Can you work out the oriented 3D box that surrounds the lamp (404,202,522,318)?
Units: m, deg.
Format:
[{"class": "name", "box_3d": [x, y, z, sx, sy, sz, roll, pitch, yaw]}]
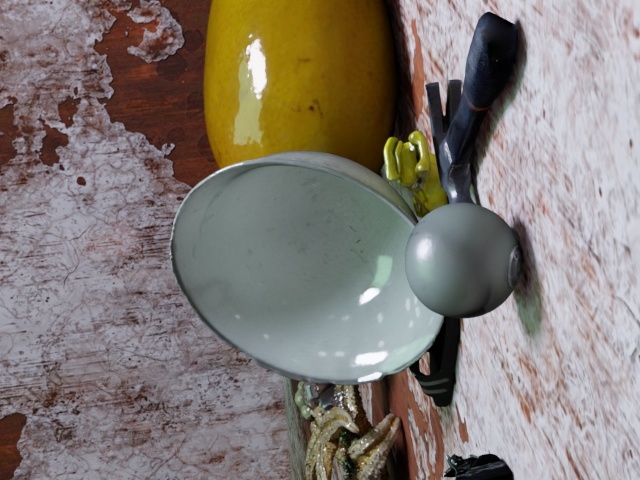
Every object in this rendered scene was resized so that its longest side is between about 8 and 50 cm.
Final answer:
[{"class": "lamp", "box_3d": [0.124, 0.018, 1.271, 0.105, 0.105, 0.105, 173, 90, -84]}]

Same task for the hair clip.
[{"class": "hair clip", "box_3d": [0.104, -0.066, 1.498, 0.173, 0.046, 0.072, 48, -147, -68]}]

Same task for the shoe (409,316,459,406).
[{"class": "shoe", "box_3d": [0.122, 0.125, 1.648, 0.179, 0.049, 0.071, 91, 170, -52]}]

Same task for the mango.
[{"class": "mango", "box_3d": [-0.028, -0.249, 1.791, 0.300, 0.232, 0.446, 153, 116, -75]}]

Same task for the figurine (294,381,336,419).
[{"class": "figurine", "box_3d": [0.004, 0.258, 2.642, 0.197, 0.093, 0.147, 93, 156, -55]}]

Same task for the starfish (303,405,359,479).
[{"class": "starfish", "box_3d": [0.007, 0.308, 2.096, 0.247, 0.050, 0.138, 152, 119, -78]}]

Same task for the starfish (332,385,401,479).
[{"class": "starfish", "box_3d": [0.062, 0.338, 2.182, 0.303, 0.113, 0.312, -121, 33, -68]}]

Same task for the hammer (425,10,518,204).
[{"class": "hammer", "box_3d": [0.136, -0.125, 1.310, 0.290, 0.037, 0.137, 98, 162, -68]}]

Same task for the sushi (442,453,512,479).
[{"class": "sushi", "box_3d": [0.160, 0.259, 1.455, 0.085, 0.056, 0.083, -124, 20, -74]}]

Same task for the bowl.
[{"class": "bowl", "box_3d": [0.000, 0.000, 1.630, 0.146, 0.313, 0.313, -68, -19, -50]}]
